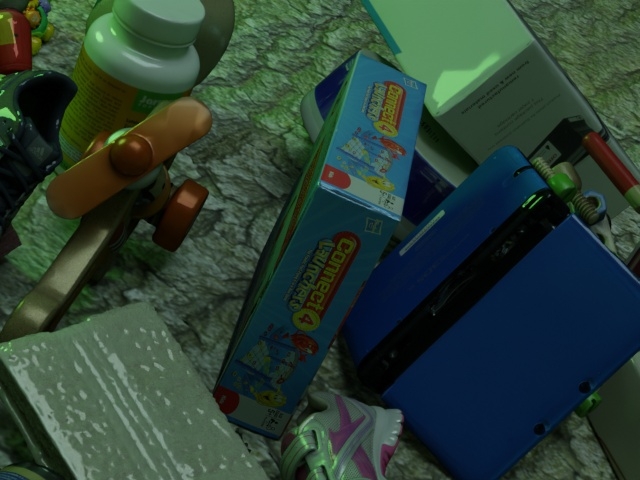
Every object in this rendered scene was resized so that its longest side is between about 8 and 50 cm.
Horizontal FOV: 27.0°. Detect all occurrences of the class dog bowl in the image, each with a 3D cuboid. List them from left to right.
[{"bbox_3d":[0.100,-0.121,1.762,0.265,0.104,0.265,43,20,-20],"label":"dog bowl"}]

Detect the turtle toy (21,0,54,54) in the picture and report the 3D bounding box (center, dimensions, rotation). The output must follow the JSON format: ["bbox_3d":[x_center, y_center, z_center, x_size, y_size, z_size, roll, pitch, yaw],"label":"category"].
[{"bbox_3d":[-0.398,-0.309,1.784,0.095,0.066,0.130,25,32,-4],"label":"turtle toy"}]

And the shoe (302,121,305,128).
[{"bbox_3d":[0.020,-0.155,1.881,0.076,0.058,0.219,17,34,-16],"label":"shoe"}]

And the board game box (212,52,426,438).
[{"bbox_3d":[0.000,0.000,1.419,0.086,0.302,0.308,24,33,-5],"label":"board game box"}]

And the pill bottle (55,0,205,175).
[{"bbox_3d":[-0.222,-0.180,1.561,0.136,0.246,0.136,19,33,-13],"label":"pill bottle"}]

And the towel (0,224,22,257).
[{"bbox_3d":[-0.440,-0.093,1.299,0.237,0.037,0.329,-40,110,-57],"label":"towel"}]

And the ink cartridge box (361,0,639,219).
[{"bbox_3d":[0.262,-0.203,1.869,0.395,0.166,0.285,40,18,-45],"label":"ink cartridge box"}]

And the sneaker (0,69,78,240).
[{"bbox_3d":[-0.326,-0.064,1.313,0.111,0.121,0.300,43,43,-39],"label":"sneaker"}]

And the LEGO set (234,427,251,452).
[{"bbox_3d":[-0.107,0.204,1.319,0.083,0.023,0.054,23,32,-33],"label":"LEGO set"}]

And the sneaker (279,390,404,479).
[{"bbox_3d":[0.008,0.235,1.292,0.111,0.103,0.252,23,24,-5],"label":"sneaker"}]

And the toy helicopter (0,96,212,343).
[{"bbox_3d":[-0.222,-0.013,1.361,0.140,0.235,0.355,31,51,-2],"label":"toy helicopter"}]

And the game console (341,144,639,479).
[{"bbox_3d":[0.190,0.080,1.485,0.173,0.293,0.250,41,12,-23],"label":"game console"}]

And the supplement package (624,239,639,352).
[{"bbox_3d":[0.456,0.085,1.688,0.133,0.244,0.139,9,36,-27],"label":"supplement package"}]

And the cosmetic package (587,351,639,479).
[{"bbox_3d":[0.445,0.280,1.530,0.160,0.113,0.309,12,35,-24],"label":"cosmetic package"}]

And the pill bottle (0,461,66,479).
[{"bbox_3d":[-0.283,0.262,1.007,0.123,0.123,0.219,40,34,19],"label":"pill bottle"}]

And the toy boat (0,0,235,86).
[{"bbox_3d":[-0.268,-0.283,1.690,0.318,0.267,0.148,-5,74,-18],"label":"toy boat"}]

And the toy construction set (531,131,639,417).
[{"bbox_3d":[0.308,0.063,1.585,0.257,0.309,0.237,-11,53,-34],"label":"toy construction set"}]

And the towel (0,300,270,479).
[{"bbox_3d":[-0.163,0.189,1.227,0.187,0.049,0.282,-17,64,-44],"label":"towel"}]

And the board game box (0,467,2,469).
[{"bbox_3d":[-0.368,0.210,1.108,0.126,0.026,0.186,35,33,13],"label":"board game box"}]
